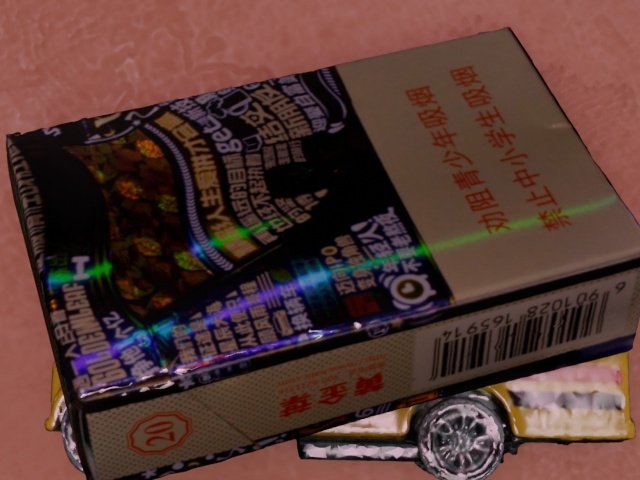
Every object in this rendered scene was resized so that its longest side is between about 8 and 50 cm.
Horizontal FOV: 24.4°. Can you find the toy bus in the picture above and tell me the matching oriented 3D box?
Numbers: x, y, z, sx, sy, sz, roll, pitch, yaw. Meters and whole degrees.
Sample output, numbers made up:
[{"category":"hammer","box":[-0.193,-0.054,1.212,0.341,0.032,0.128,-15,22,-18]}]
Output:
[{"category":"toy bus","box":[0.010,0.081,0.884,0.335,0.121,0.123,1,84,1]}]

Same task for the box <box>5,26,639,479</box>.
[{"category":"box","box":[0.000,0.000,0.811,0.310,0.084,0.198,-13,49,-12]}]
